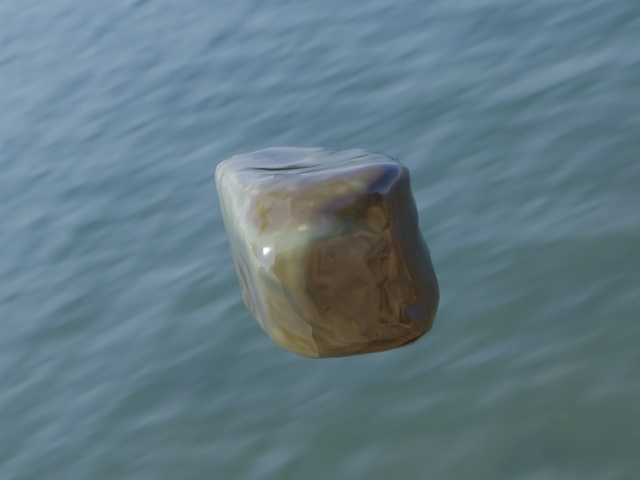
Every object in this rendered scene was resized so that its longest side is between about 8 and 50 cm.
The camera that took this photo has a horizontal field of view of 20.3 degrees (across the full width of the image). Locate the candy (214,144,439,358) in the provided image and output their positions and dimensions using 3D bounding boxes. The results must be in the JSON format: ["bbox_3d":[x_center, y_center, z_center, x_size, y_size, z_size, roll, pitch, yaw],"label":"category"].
[{"bbox_3d":[0.000,0.000,1.038,0.102,0.104,0.234,-15,10,-4],"label":"candy"}]
